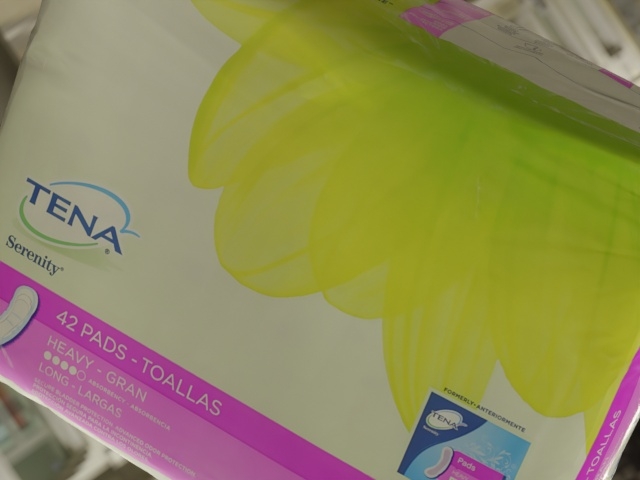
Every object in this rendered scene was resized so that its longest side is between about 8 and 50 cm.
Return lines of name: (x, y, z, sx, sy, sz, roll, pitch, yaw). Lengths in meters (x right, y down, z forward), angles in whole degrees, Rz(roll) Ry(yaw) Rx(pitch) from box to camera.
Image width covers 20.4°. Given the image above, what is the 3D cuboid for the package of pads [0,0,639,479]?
package of pads: (0.000, 0.000, 0.732, 0.101, 0.296, 0.229, -17, 131, -65)
